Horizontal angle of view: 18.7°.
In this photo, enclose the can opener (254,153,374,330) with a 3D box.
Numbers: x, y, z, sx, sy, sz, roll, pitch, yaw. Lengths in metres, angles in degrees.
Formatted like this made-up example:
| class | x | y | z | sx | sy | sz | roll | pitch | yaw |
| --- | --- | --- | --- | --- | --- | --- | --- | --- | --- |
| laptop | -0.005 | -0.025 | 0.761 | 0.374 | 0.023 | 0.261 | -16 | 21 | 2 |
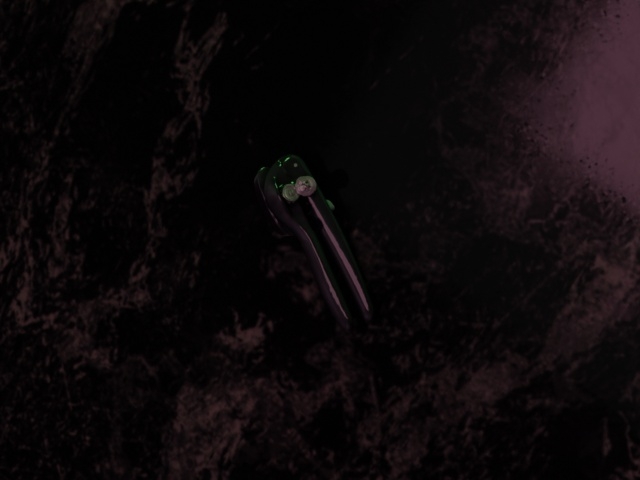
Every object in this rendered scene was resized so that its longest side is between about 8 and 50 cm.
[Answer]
| class | x | y | z | sx | sy | sz | roll | pitch | yaw |
| --- | --- | --- | --- | --- | --- | --- | --- | --- | --- |
| can opener | 0.000 | 0.000 | 1.913 | 0.059 | 0.073 | 0.186 | -31 | 85 | -13 |
